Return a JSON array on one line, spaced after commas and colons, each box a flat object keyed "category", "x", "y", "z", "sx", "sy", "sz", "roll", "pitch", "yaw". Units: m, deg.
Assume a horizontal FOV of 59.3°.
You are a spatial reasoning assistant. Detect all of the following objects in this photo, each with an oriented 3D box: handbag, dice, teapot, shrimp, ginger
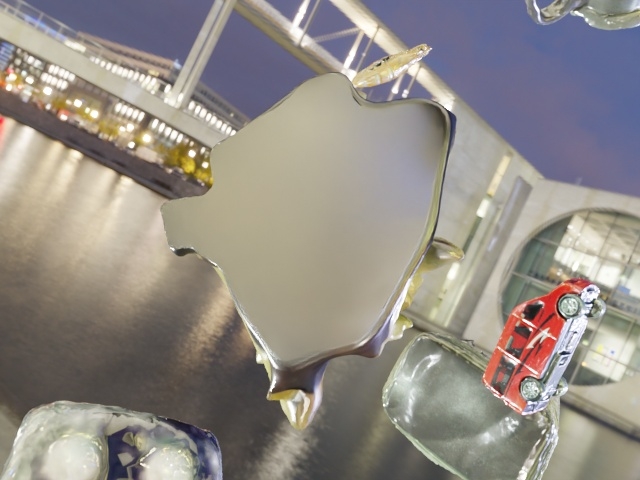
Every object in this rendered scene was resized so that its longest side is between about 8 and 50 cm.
[{"category": "handbag", "x": 0.319, "y": 0.338, "z": 1.156, "sx": 0.340, "sy": 0.247, "sz": 0.240, "roll": 30, "pitch": 14, "yaw": 29}, {"category": "dice", "x": -0.200, "y": 0.255, "z": 0.510, "sx": 0.182, "sy": 0.183, "sz": 0.181, "roll": 18, "pitch": -33, "yaw": -21}, {"category": "teapot", "x": 0.537, "y": -0.498, "z": 1.030, "sx": 0.223, "sy": 0.305, "sz": 0.285, "roll": 41, "pitch": -9, "yaw": 27}, {"category": "shrimp", "x": 0.133, "y": -0.329, "z": 1.070, "sx": 0.045, "sy": 0.162, "sz": 0.095, "roll": 63, "pitch": -7, "yaw": -14}, {"category": "ginger", "x": 0.000, "y": 0.000, "z": 0.749, "sx": 0.358, "sy": 0.413, "sz": 0.211, "roll": 34, "pitch": 0, "yaw": 26}]

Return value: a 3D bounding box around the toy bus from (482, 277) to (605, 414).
[{"category": "toy bus", "x": 0.301, "y": 0.134, "z": 0.762, "sx": 0.081, "sy": 0.195, "sz": 0.089, "roll": 5, "pitch": 19, "yaw": -43}]
